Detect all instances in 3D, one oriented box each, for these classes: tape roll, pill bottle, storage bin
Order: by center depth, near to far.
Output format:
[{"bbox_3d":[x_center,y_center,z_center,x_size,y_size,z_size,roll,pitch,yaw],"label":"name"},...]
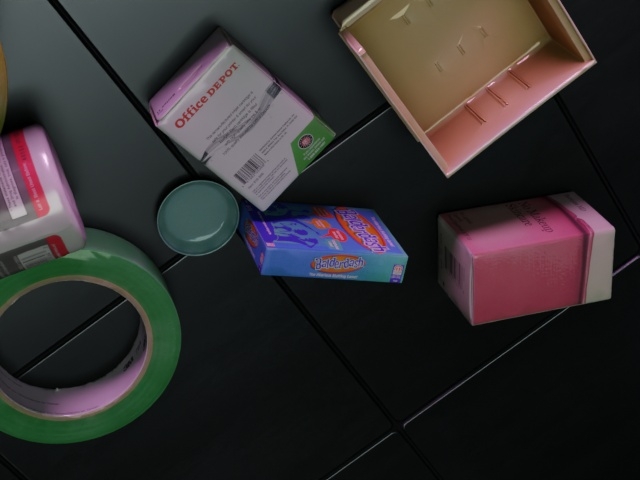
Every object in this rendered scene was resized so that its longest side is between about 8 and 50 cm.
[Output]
[{"bbox_3d":[-0.478,-0.019,1.618,0.318,0.176,0.176,-20,121,-7],"label":"pill bottle"},{"bbox_3d":[0.194,-0.278,1.731,0.262,0.123,0.260,-38,122,4],"label":"storage bin"},{"bbox_3d":[-0.363,0.138,1.795,0.321,0.077,0.321,-8,118,-14],"label":"tape roll"}]

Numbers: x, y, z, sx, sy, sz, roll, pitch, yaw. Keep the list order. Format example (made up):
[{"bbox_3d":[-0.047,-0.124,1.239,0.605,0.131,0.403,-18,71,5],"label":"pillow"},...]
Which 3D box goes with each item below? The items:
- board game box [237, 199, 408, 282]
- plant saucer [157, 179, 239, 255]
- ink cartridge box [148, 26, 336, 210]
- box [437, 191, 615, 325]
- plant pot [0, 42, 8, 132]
[{"bbox_3d":[0.000,0.000,1.792,0.210,0.160,0.047,4,115,-20],"label":"board game box"},{"bbox_3d":[-0.176,-0.035,1.797,0.119,0.021,0.119,-8,118,-15],"label":"plant saucer"},{"bbox_3d":[-0.108,-0.165,1.713,0.153,0.087,0.208,-45,121,8],"label":"ink cartridge box"},{"bbox_3d":[0.309,0.024,1.910,0.232,0.149,0.127,-10,118,-13],"label":"box"},{"bbox_3d":[-0.555,-0.167,1.393,0.353,0.366,0.367,-17,129,-52],"label":"plant pot"}]
